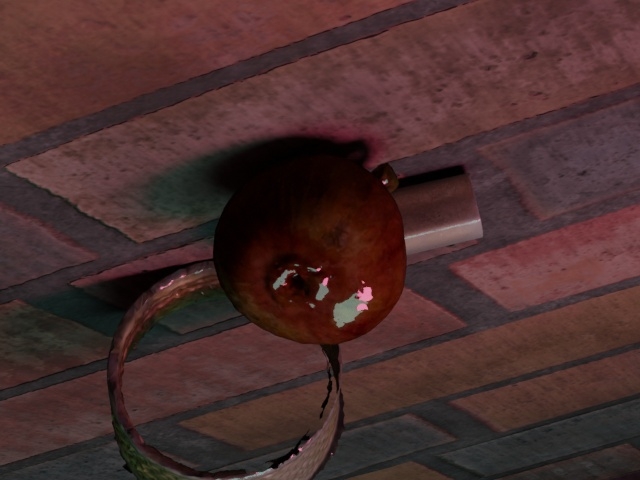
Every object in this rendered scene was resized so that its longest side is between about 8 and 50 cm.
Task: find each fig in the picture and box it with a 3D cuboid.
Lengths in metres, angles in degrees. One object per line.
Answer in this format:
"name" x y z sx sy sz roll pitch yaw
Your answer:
"fig" -0.001 0.001 1.846 0.205 0.205 0.205 -10 161 -4

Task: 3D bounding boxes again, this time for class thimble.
"thimble" -0.102 0.163 2.095 0.270 0.271 0.150 -10 159 -6

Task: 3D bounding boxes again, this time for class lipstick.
"lipstick" 0.040 -0.010 1.971 0.252 0.079 0.077 -14 160 4
